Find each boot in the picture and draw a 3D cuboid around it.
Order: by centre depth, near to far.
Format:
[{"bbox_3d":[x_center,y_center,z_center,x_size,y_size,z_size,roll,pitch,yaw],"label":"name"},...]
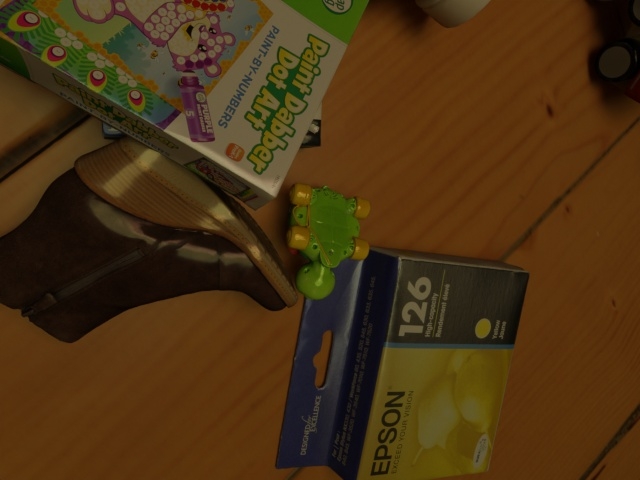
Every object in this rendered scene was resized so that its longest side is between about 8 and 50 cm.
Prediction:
[{"bbox_3d":[-0.163,0.032,0.440,0.207,0.090,0.248,-38,121,3],"label":"boot"}]

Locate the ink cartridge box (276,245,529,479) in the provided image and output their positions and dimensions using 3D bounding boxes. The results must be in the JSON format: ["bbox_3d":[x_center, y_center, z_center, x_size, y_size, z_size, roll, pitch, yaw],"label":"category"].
[{"bbox_3d":[0.118,0.166,0.585,0.308,0.072,0.303,6,98,-27],"label":"ink cartridge box"}]

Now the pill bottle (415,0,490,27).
[{"bbox_3d":[0.075,-0.319,0.431,0.230,0.131,0.131,25,90,-26],"label":"pill bottle"}]

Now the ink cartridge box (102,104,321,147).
[{"bbox_3d":[-0.100,-0.144,0.435,0.207,0.046,0.097,-2,100,-23],"label":"ink cartridge box"}]

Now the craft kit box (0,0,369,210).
[{"bbox_3d":[-0.101,-0.192,0.368,0.247,0.061,0.249,30,70,-22],"label":"craft kit box"}]

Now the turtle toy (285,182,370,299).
[{"bbox_3d":[0.000,0.000,0.489,0.095,0.066,0.130,12,69,-22],"label":"turtle toy"}]

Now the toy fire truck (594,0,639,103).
[{"bbox_3d":[0.535,-0.259,0.556,0.159,0.246,0.216,-23,146,-24],"label":"toy fire truck"}]
